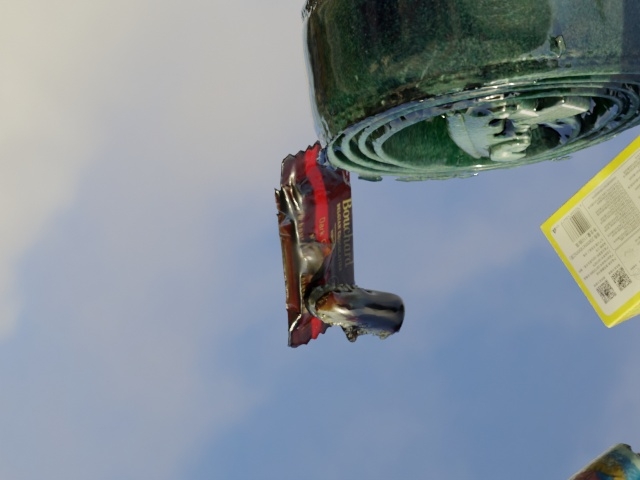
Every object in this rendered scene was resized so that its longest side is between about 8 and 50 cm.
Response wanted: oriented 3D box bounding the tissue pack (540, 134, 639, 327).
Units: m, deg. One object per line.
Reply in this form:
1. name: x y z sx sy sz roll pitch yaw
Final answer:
1. tissue pack: 0.253 -0.025 1.446 0.176 0.062 0.095 -46 -111 41

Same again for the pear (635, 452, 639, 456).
1. pear: 0.329 0.398 1.943 0.340 0.191 0.386 -16 -149 44

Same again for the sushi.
1. sushi: 0.031 0.058 1.575 0.046 0.083 0.044 -2 -102 60

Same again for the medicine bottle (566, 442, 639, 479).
1. medicine bottle: 0.131 0.200 1.252 0.191 0.051 0.051 -36 -162 -16

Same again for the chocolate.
1. chocolate: 0.000 0.000 1.581 0.028 0.086 0.182 22 -54 37

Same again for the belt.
1. belt: 0.093 -0.105 1.141 0.267 0.206 0.116 99 -17 -80
